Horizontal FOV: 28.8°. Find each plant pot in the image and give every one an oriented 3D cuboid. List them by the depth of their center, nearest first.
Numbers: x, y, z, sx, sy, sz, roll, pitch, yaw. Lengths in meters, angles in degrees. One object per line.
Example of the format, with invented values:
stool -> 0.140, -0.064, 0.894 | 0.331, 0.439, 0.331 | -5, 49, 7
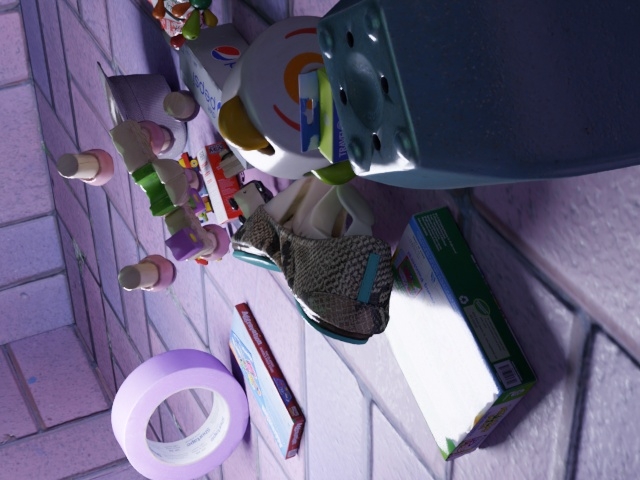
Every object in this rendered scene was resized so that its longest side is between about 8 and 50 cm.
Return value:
plant pot -> 0.145, -0.161, 1.106 | 0.248, 0.252, 0.247 | -1, 104, 69

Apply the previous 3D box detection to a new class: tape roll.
tape roll -> -0.293, 0.367, 2.615 | 0.090, 0.275, 0.275 | 41, 143, 55

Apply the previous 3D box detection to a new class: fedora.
fedora -> -0.347, -0.246, 2.495 | 0.275, 0.124, 0.244 | 84, 161, -48

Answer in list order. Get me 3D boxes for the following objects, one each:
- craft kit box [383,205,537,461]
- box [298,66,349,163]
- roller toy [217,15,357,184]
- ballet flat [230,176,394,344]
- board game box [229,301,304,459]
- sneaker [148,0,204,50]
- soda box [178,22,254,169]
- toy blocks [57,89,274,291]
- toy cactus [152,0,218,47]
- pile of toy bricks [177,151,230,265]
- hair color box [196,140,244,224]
craft kit box -> 0.158, 0.123, 1.578 | 0.250, 0.061, 0.246 | 65, 156, 21
box -> 0.065, -0.157, 1.420 | 0.042, 0.178, 0.109 | 49, 149, 47
roller toy -> -0.025, -0.185, 1.606 | 0.146, 0.209, 0.191 | 148, 134, -68
ballet flat -> 0.000, 0.000, 1.739 | 0.483, 0.164, 0.182 | -146, 74, -70
board game box -> -0.107, 0.271, 2.416 | 0.281, 0.027, 0.145 | 61, 155, 30
sneaker -> -0.277, -0.474, 2.194 | 0.270, 0.090, 0.145 | 59, 154, 26
soda box -> -0.131, -0.233, 1.984 | 0.286, 0.098, 0.091 | 53, 150, 42
toy blocks -> -0.234, -0.093, 2.171 | 0.288, 0.309, 0.260 | 61, -166, 6
toy cactus -> -0.187, -0.427, 1.988 | 0.180, 0.112, 0.219 | -17, 61, 46
pile of toy bricks -> -0.251, -0.058, 2.375 | 0.118, 0.105, 0.212 | -89, -19, -81
hair color box -> -0.181, -0.105, 2.294 | 0.072, 0.043, 0.141 | -21, 87, 69
